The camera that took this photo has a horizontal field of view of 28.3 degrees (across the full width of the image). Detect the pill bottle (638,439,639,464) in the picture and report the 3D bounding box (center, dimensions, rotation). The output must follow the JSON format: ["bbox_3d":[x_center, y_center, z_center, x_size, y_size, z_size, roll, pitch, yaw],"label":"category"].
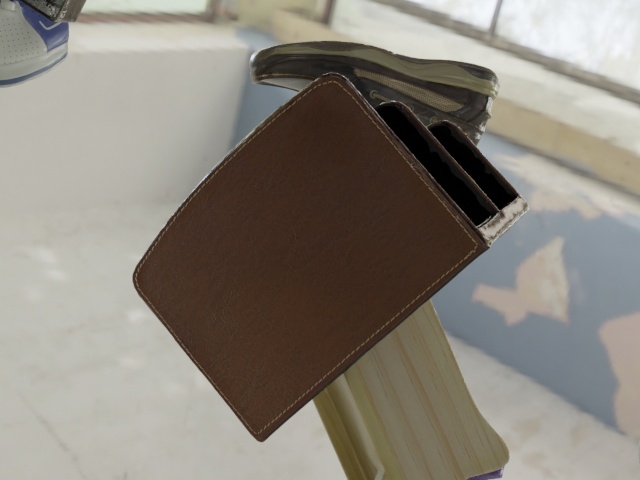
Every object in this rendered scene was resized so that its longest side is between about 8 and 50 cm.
[{"bbox_3d":[0.366,0.213,1.150,0.112,0.112,0.187,9,-176,-11],"label":"pill bottle"}]

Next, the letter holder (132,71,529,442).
[{"bbox_3d":[0.000,0.000,1.178,0.214,0.302,0.152,49,-153,5],"label":"letter holder"}]

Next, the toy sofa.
[{"bbox_3d":[0.045,0.125,1.365,0.177,0.362,0.150,-23,177,-12],"label":"toy sofa"}]

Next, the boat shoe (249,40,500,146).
[{"bbox_3d":[0.075,-0.198,1.771,0.355,0.130,0.132,7,179,-6],"label":"boat shoe"}]

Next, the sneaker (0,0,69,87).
[{"bbox_3d":[-0.403,-0.258,1.324,0.315,0.182,0.127,-16,-140,-40],"label":"sneaker"}]

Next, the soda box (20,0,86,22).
[{"bbox_3d":[-0.244,-0.307,1.296,0.053,0.169,0.060,33,-166,5],"label":"soda box"}]
